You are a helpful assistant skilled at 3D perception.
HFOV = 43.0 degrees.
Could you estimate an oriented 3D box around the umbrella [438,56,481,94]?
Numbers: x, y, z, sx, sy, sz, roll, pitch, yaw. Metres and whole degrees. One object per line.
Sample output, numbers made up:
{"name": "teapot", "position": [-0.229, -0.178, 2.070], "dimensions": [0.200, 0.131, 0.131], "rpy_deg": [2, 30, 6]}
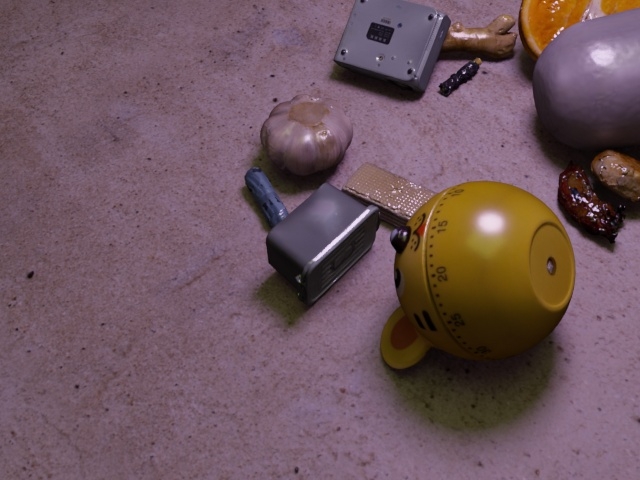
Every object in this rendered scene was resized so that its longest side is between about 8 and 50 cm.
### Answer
{"name": "umbrella", "position": [0.362, -0.422, 2.084], "dimensions": [0.144, 0.037, 0.040], "rpy_deg": [-40, 86, -21]}

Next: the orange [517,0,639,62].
{"name": "orange", "position": [0.637, -0.530, 2.001], "dimensions": [0.310, 0.274, 0.274], "rpy_deg": [4, 42, -36]}

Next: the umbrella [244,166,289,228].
{"name": "umbrella", "position": [-0.109, -0.072, 1.862], "dimensions": [0.053, 0.052, 0.250], "rpy_deg": [-25, 59, -9]}

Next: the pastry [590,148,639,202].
{"name": "pastry", "position": [0.662, -0.142, 1.773], "dimensions": [0.153, 0.081, 0.153], "rpy_deg": [16, 30, -10]}

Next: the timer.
{"name": "timer", "position": [0.273, 0.063, 1.557], "dimensions": [0.387, 0.376, 0.376], "rpy_deg": [-11, 41, 46]}

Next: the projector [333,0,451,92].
{"name": "projector", "position": [0.180, -0.509, 2.078], "dimensions": [0.250, 0.108, 0.198], "rpy_deg": [23, 94, 23]}

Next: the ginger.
{"name": "ginger", "position": [0.362, -0.515, 2.123], "dimensions": [0.299, 0.118, 0.065], "rpy_deg": [-6, 31, 12]}

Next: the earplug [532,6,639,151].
{"name": "earplug", "position": [0.685, -0.355, 1.826], "dimensions": [0.394, 0.312, 0.312], "rpy_deg": [-13, 52, 1]}

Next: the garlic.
{"name": "garlic", "position": [-0.034, -0.242, 1.926], "dimensions": [0.228, 0.152, 0.227], "rpy_deg": [-5, 44, 5]}

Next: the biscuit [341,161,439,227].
{"name": "biscuit", "position": [0.169, -0.095, 1.841], "dimensions": [0.239, 0.062, 0.108], "rpy_deg": [28, 61, 25]}

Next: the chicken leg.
{"name": "chicken leg", "position": [0.584, -0.084, 1.776], "dimensions": [0.105, 0.063, 0.234], "rpy_deg": [-21, 51, -17]}

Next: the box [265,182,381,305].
{"name": "box", "position": [0.000, 0.000, 1.717], "dimensions": [0.135, 0.163, 0.243], "rpy_deg": [37, 66, 21]}
